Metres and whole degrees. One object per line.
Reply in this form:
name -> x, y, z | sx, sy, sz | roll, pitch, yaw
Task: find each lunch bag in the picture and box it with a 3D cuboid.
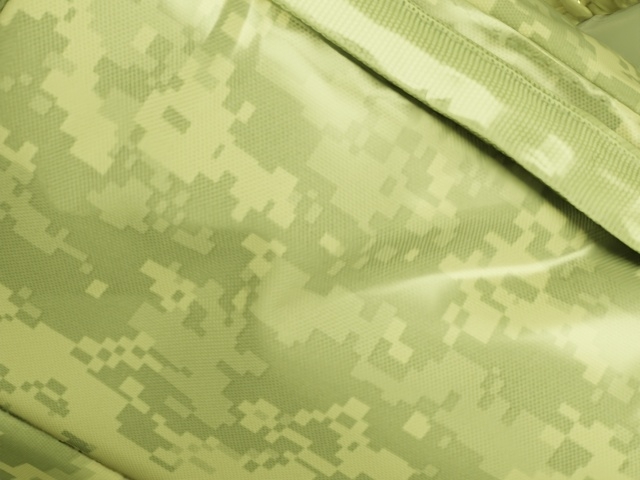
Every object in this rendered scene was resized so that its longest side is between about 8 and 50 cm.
lunch bag -> 0.000, 0.000, 0.612 | 0.305, 0.256, 0.212 | 34, 61, -12

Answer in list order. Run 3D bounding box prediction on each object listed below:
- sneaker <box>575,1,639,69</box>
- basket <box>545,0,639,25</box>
sneaker -> 0.228, 0.001, 0.825 | 0.366, 0.210, 0.137 | 37, 67, -31
basket -> 0.182, -0.134, 0.883 | 0.167, 0.113, 0.103 | 40, 64, -21
